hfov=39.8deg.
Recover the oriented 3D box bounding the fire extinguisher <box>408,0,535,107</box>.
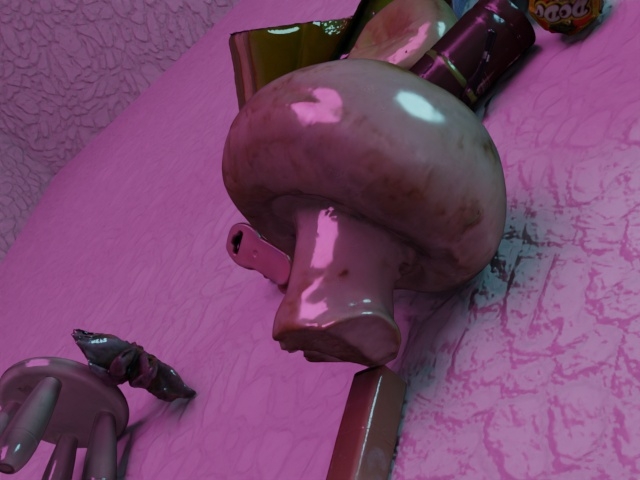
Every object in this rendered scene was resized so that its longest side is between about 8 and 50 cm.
[{"bbox_3d":[0.136,-0.177,1.162,0.341,0.105,0.141,-46,-7,-3],"label":"fire extinguisher"}]

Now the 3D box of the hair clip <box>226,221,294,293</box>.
[{"bbox_3d":[-0.051,0.015,1.246,0.138,0.102,0.123,25,115,34],"label":"hair clip"}]

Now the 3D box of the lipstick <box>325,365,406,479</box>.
[{"bbox_3d":[0.043,0.189,0.832,0.045,0.045,0.145,-27,31,38],"label":"lipstick"}]

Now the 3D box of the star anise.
[{"bbox_3d":[-0.263,0.182,1.251,0.065,0.195,0.182,-66,-14,-7],"label":"star anise"}]

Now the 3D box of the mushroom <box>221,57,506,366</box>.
[{"bbox_3d":[0.028,-0.024,0.885,0.297,0.297,0.290,-13,47,54],"label":"mushroom"}]

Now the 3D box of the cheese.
[{"bbox_3d":[0.124,-0.269,1.327,0.218,0.117,0.235,-46,28,1],"label":"cheese"}]

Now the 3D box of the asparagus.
[{"bbox_3d":[0.075,-0.308,1.508,0.128,0.108,0.382,-15,41,49],"label":"asparagus"}]

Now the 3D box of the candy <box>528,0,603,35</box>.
[{"bbox_3d":[0.342,-0.361,1.187,0.091,0.083,0.305,7,37,18],"label":"candy"}]

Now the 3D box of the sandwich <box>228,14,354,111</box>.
[{"bbox_3d":[-0.036,-0.304,1.649,0.227,0.198,0.155,-12,14,-19],"label":"sandwich"}]

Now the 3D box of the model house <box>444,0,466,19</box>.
[{"bbox_3d":[0.221,-0.429,1.462,0.117,0.088,0.167,-27,32,41],"label":"model house"}]

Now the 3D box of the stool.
[{"bbox_3d":[-0.385,0.293,1.237,0.195,0.195,0.199,-34,28,29],"label":"stool"}]
